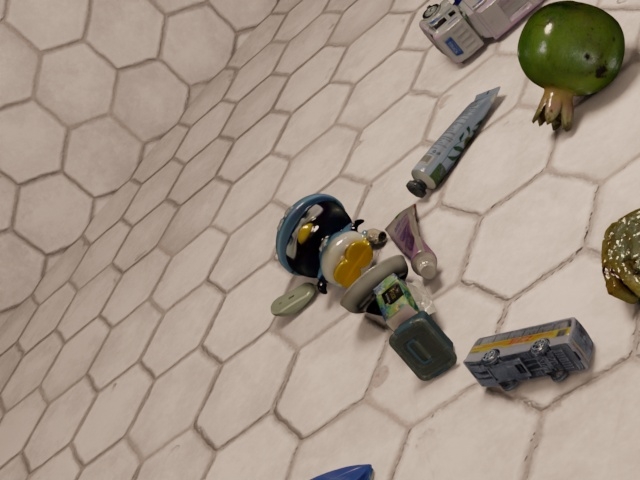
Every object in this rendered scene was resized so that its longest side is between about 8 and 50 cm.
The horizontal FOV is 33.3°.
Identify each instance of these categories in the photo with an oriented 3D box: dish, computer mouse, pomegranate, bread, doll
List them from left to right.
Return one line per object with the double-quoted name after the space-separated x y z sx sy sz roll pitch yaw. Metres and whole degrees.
-0.048 0.122 2.137 0.110 0.032 0.056 -30 29 12 "computer mouse"
0.000 0.000 2.111 0.177 0.141 0.314 -59 29 1 "doll"
0.112 0.098 1.871 0.141 0.078 0.141 -34 -19 -13 "dish"
0.427 -0.303 1.859 0.187 0.187 0.225 16 90 63 "pomegranate"
0.445 0.019 1.465 0.117 0.064 0.156 -32 28 32 "bread"

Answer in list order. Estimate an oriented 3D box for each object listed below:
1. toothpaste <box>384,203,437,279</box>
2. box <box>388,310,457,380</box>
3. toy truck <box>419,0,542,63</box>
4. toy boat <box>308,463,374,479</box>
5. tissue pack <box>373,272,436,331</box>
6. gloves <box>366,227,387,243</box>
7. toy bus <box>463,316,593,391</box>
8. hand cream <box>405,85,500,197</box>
0.168 0.002 1.952 0.301 0.048 0.075 -105 33 -69 "toothpaste"
0.162 0.161 1.676 0.074 0.099 0.054 -36 12 22 "box"
0.353 -0.499 2.295 0.268 0.124 0.155 -40 31 12 "toy truck"
-0.033 0.437 1.608 0.295 0.088 0.129 -39 24 -8 "toy boat"
0.148 0.111 1.778 0.079 0.085 0.111 -41 25 11 "tissue pack"
0.106 -0.007 2.081 0.044 0.037 0.081 -21 -2 -41 "gloves"
0.294 0.161 1.507 0.190 0.064 0.075 -21 24 44 "toy bus"
0.260 -0.196 2.088 0.271 0.058 0.091 -52 14 -19 "hand cream"
